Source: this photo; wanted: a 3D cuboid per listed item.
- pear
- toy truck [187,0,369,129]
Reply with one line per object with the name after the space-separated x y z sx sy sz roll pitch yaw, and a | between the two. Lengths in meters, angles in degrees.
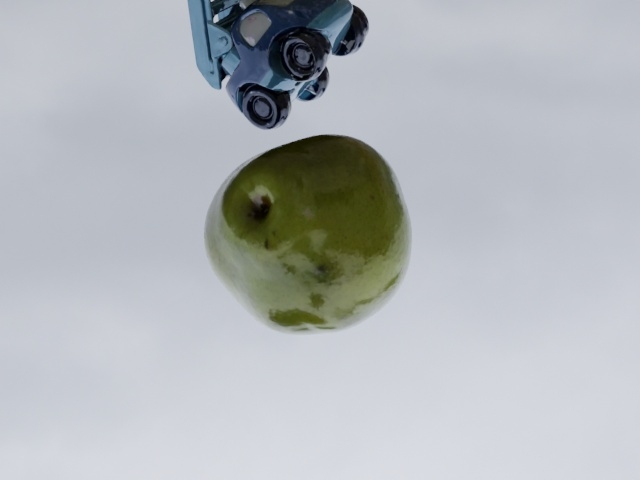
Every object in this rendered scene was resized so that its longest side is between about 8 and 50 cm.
0.000 0.000 0.548 0.092 0.092 0.097 24 -170 40 | pear
-0.030 -0.103 0.597 0.090 0.073 0.056 45 -142 2 | toy truck
